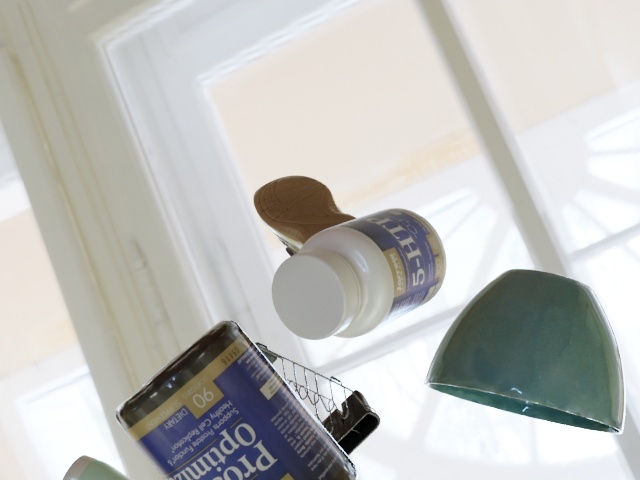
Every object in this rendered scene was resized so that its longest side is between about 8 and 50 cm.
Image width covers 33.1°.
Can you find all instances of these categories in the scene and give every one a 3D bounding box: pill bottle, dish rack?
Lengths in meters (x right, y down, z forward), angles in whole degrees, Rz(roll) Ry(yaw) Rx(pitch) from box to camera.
[{"bbox_3d":[-0.049,0.180,0.851,0.123,0.219,0.123,-40,-179,1],"label":"pill bottle"},{"bbox_3d":[-0.070,0.269,1.639,0.271,0.074,0.208,30,112,-32],"label":"dish rack"},{"bbox_3d":[0.038,0.036,1.075,0.112,0.112,0.186,-31,174,34],"label":"pill bottle"}]

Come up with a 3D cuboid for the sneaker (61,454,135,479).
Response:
[{"bbox_3d":[-0.242,0.381,1.373,0.094,0.151,0.256,-57,161,-34],"label":"sneaker"}]

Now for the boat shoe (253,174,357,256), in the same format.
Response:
[{"bbox_3d":[0.000,0.000,1.393,0.102,0.092,0.285,-29,-146,-18],"label":"boat shoe"}]

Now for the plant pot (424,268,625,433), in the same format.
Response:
[{"bbox_3d":[0.316,0.153,1.582,0.290,0.195,0.290,15,170,3],"label":"plant pot"}]
